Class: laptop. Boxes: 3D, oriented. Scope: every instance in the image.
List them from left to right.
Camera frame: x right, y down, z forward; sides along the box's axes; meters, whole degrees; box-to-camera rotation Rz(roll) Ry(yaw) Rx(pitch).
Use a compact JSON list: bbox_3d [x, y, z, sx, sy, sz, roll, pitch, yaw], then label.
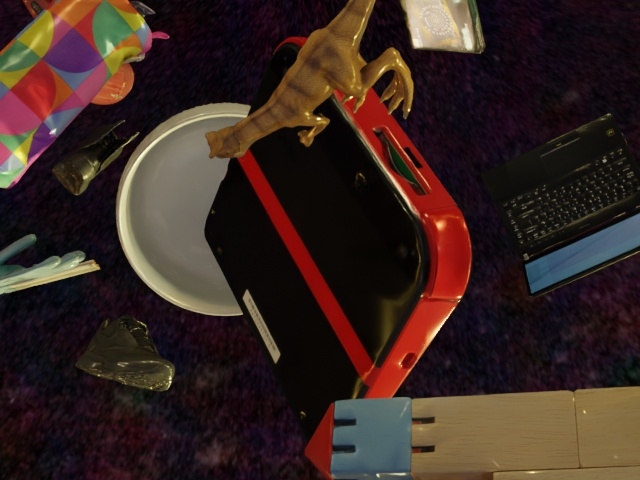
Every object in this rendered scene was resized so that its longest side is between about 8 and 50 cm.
[{"bbox_3d":[0.392,-0.060,1.624,0.234,0.136,0.264,-25,68,14],"label":"laptop"}]

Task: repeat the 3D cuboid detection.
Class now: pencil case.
[{"bbox_3d":[-0.260,-0.152,0.994,0.236,0.104,0.104,-46,104,-10],"label":"pencil case"}]

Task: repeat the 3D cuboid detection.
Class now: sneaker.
[{"bbox_3d":[-0.302,-0.113,1.394,0.051,0.170,0.089,48,70,-12],"label":"sneaker"},{"bbox_3d":[-0.364,0.207,1.974,0.109,0.286,0.130,29,75,-39],"label":"sneaker"}]

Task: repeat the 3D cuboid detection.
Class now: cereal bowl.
[{"bbox_3d":[-0.148,-0.061,1.626,0.339,0.141,0.339,-5,116,-10],"label":"cereal bowl"}]

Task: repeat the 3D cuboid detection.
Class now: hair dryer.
[{"bbox_3d":[-0.351,-0.265,1.397,0.224,0.293,0.080,31,107,-21],"label":"hair dryer"}]

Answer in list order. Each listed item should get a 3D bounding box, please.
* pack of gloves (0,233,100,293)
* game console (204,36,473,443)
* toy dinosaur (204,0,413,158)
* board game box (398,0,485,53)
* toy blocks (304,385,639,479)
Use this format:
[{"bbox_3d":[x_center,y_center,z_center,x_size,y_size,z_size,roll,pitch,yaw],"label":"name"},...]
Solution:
[{"bbox_3d":[-0.353,0.035,1.078,0.232,0.195,0.046,-15,89,-9],"label":"pack of gloves"},{"bbox_3d":[0.000,0.000,1.150,0.060,0.386,0.342,-3,136,-32],"label":"game console"},{"bbox_3d":[0.011,-0.118,0.652,0.112,0.064,0.211,13,120,-49],"label":"toy dinosaur"},{"bbox_3d":[0.186,-0.377,1.656,0.126,0.026,0.186,11,146,28],"label":"board game box"},{"bbox_3d":[0.145,0.204,0.701,0.261,0.190,0.381,-5,146,14],"label":"toy blocks"}]
